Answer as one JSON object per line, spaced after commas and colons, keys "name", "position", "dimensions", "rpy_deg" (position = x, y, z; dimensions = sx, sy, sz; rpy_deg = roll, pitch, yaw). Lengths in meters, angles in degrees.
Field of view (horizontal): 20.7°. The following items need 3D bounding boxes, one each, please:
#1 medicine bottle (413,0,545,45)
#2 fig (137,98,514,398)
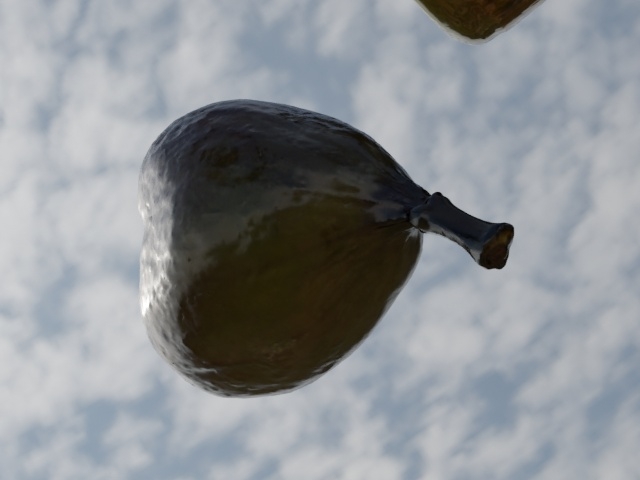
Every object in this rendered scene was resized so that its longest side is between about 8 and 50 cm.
{"name": "medicine bottle", "position": [0.190, -0.337, 1.258], "dimensions": [0.384, 0.224, 0.224], "rpy_deg": [-39, -30, 12]}
{"name": "fig", "position": [-0.002, 0.000, 0.940], "dimensions": [0.145, 0.170, 0.274], "rpy_deg": [8, -8, -37]}
